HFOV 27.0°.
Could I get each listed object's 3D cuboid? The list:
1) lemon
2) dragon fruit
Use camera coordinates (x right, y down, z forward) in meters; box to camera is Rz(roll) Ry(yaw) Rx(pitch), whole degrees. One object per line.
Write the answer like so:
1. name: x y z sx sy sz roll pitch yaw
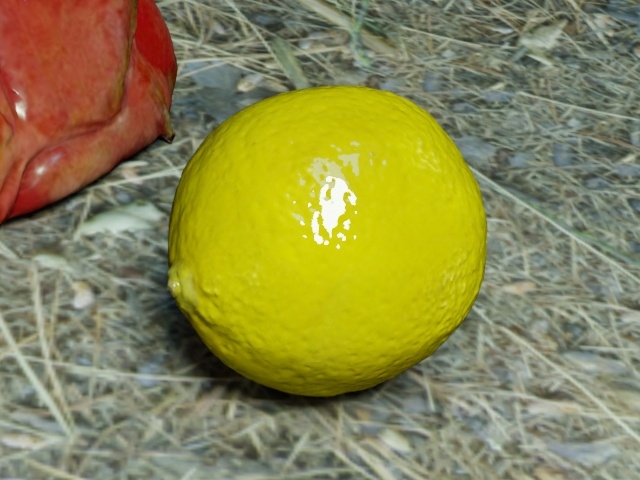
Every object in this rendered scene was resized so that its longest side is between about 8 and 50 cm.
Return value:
1. lemon: 0.000 0.000 0.764 0.203 0.178 0.178 -16 47 -31
2. dragon fruit: -0.238 -0.137 0.821 0.286 0.228 0.329 17 36 1
